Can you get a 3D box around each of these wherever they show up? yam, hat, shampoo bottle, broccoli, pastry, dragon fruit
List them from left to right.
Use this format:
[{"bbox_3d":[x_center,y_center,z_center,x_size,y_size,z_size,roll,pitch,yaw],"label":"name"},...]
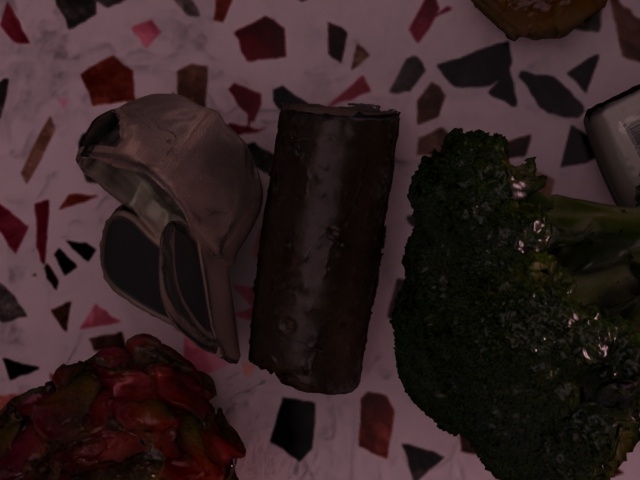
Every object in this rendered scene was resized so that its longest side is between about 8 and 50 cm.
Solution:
[{"bbox_3d":[-0.193,0.239,0.918,0.250,0.269,0.291,15,59,19],"label":"dragon fruit"},{"bbox_3d":[-0.128,-0.008,0.933,0.161,0.232,0.275,-20,103,-19],"label":"hat"},{"bbox_3d":[0.000,0.000,0.926,0.131,0.131,0.279,10,95,11],"label":"yam"},{"bbox_3d":[0.207,-0.262,0.898,0.153,0.081,0.153,0,88,8],"label":"pastry"},{"bbox_3d":[0.194,0.054,0.805,0.283,0.321,0.304,-23,74,-1],"label":"broccoli"},{"bbox_3d":[0.363,-0.022,0.878,0.153,0.071,0.284,-24,89,12],"label":"shampoo bottle"}]
